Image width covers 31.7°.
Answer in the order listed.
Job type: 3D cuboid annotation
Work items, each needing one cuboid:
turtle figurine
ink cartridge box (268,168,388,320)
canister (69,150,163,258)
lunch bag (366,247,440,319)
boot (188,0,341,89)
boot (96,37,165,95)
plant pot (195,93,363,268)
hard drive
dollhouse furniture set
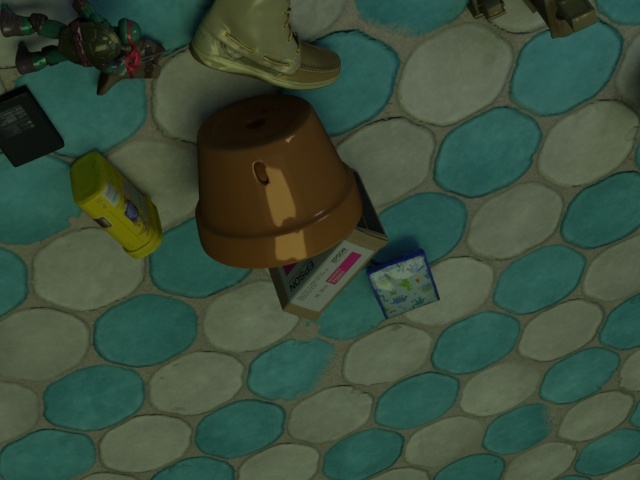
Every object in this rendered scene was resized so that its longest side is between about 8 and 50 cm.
[{"bbox_3d":[-0.353,-0.314,1.701,0.234,0.118,0.175,-6,119,4],"label":"turtle figurine"},{"bbox_3d":[0.000,0.000,2.116,0.088,0.193,0.234,19,125,-36],"label":"ink cartridge box"},{"bbox_3d":[-0.356,-0.063,1.962,0.073,0.126,0.170,-30,135,11],"label":"canister"},{"bbox_3d":[0.167,0.080,2.340,0.129,0.096,0.151,-22,148,3],"label":"lunch bag"},{"bbox_3d":[-0.057,-0.354,1.799,0.262,0.095,0.203,9,129,-24],"label":"boot"},{"bbox_3d":[-0.303,-0.275,1.821,0.087,0.042,0.118,8,132,-31],"label":"boot"},{"bbox_3d":[-0.090,-0.115,1.919,0.291,0.291,0.203,-17,122,-4],"label":"plant pot"},{"bbox_3d":[-0.493,-0.185,1.854,0.094,0.022,0.135,-23,138,2],"label":"hard drive"},{"bbox_3d":[0.352,-0.365,1.879,0.161,0.182,0.101,-24,138,3],"label":"dollhouse furniture set"}]
